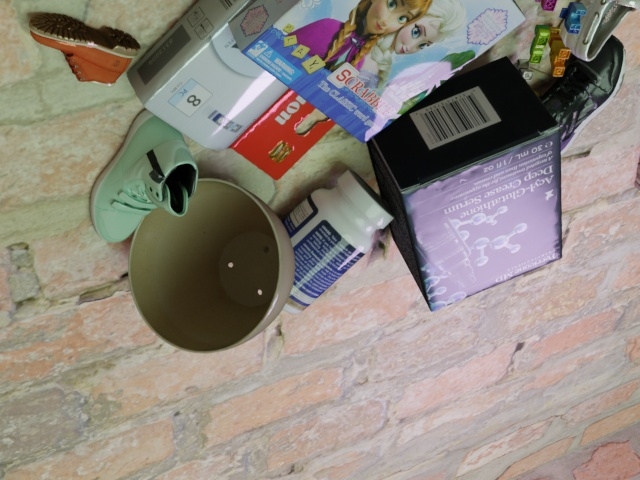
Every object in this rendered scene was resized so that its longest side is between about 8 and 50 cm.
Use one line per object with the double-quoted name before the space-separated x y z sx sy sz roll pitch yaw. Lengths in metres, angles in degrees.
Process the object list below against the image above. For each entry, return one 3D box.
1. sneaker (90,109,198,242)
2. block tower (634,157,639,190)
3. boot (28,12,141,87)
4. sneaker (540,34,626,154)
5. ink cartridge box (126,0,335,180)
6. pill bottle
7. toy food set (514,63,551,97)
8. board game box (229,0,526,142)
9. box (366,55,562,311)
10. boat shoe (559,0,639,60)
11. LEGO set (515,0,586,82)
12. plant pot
"sneaker" -0.276 -0.062 1.366 0.094 0.151 0.256 2 131 -40
"block tower" 0.810 -0.229 2.035 0.097 0.091 0.335 -29 143 -8
"boot" -0.331 -0.254 1.198 0.157 0.059 0.085 10 130 -44
"sneaker" 0.487 -0.271 1.715 0.124 0.107 0.283 -17 142 -46
"ink cartridge box" -0.059 -0.249 1.375 0.308 0.091 0.385 -43 141 11
"pill bottle" 0.000 0.000 1.635 0.264 0.153 0.153 -42 142 12
"toy food set" 0.379 -0.250 1.736 0.132 0.039 0.192 5 128 -40
"board game box" 0.091 -0.312 1.254 0.318 0.066 0.318 -37 144 20
"box" 0.276 -0.093 1.660 0.293 0.212 0.395 -23 142 -1
"boat shoe" 0.550 -0.450 1.598 0.098 0.096 0.277 5 128 -39
"LEGO set" 0.414 -0.377 1.595 0.086 0.093 0.227 3 134 -8
"plant pot" -0.155 0.046 1.503 0.284 0.284 0.191 -45 161 14
